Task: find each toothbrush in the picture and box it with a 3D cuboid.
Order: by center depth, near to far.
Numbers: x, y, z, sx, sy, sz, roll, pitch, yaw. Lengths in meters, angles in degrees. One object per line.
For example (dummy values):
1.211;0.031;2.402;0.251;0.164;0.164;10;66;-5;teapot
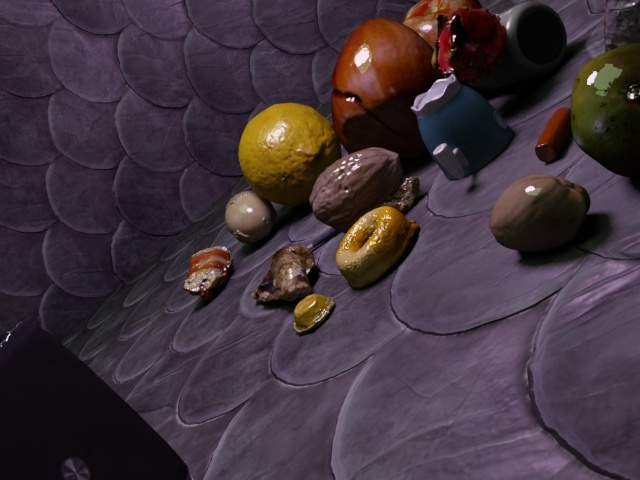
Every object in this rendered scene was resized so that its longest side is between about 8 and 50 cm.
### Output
0.000;0.000;1.683;0.288;0.024;0.026;-35;4;24;toothbrush

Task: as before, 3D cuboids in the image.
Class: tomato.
0.379;-0.623;2.080;0.270;0.222;0.270;-20;37;16;tomato

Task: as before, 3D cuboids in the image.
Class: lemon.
-0.093;-0.259;2.048;0.336;0.336;0.336;-37;17;13;lemon

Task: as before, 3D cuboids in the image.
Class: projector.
-0.436;0.388;0.989;0.242;0.405;0.395;-35;17;20;projector

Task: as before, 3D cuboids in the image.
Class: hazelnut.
0.167;-0.362;1.690;0.315;0.372;0.372;-7;6;-20;hazelnut

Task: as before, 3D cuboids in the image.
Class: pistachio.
0.308;-0.037;0.962;0.113;0.113;0.149;-55;6;-38;pistachio

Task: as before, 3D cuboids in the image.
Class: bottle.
0.419;-0.445;1.634;0.168;0.168;0.347;-45;15;-14;bottle

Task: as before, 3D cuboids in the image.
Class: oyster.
0.179;-0.097;1.452;0.038;0.080;0.083;57;135;51;oyster
-0.101;0.088;1.579;0.294;0.094;0.166;-29;28;54;oyster

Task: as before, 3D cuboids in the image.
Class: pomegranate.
0.435;-0.177;0.944;0.180;0.180;0.209;-36;-11;17;pomegranate

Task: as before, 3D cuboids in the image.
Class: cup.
0.281;-0.243;1.405;0.167;0.173;0.300;-28;21;36;cup

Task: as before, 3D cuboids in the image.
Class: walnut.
0.089;-0.117;1.517;0.230;0.178;0.178;-41;15;22;walnut

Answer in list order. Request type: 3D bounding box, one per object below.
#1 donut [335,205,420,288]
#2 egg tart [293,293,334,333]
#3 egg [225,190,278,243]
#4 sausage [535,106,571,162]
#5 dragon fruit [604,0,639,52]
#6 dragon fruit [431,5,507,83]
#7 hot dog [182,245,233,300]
0.102;0.006;1.344;0.174;0.074;0.190;-19;28;52;donut
-0.019;0.138;1.342;0.105;0.039;0.105;-36;16;12;egg tart
-0.219;-0.073;2.113;0.164;0.164;0.201;-43;21;-7;egg
0.417;-0.190;1.200;0.041;0.039;0.131;-23;25;52;sausage
0.568;-0.340;0.998;0.221;0.204;0.283;16;30;39;dragon fruit
0.311;-0.418;1.472;0.160;0.166;0.172;-47;-5;-24;dragon fruit
-0.335;0.103;2.049;0.146;0.103;0.213;-13;35;15;hot dog
